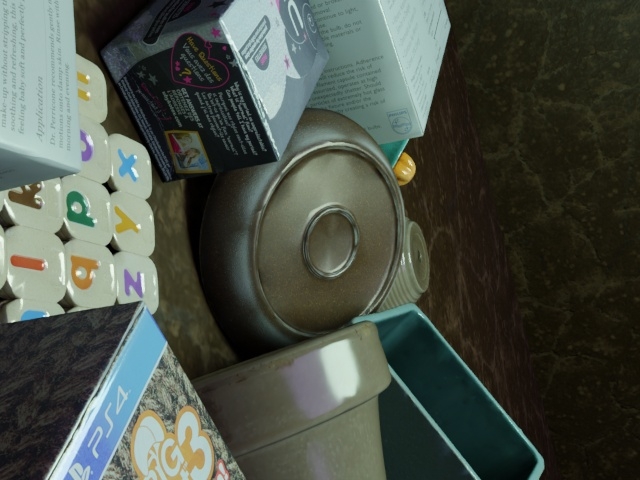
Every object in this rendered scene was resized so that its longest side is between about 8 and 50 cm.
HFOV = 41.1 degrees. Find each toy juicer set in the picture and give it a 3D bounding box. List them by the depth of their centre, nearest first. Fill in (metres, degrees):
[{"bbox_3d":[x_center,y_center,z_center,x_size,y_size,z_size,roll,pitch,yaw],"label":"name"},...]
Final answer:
[{"bbox_3d":[0.086,-0.097,1.283,0.329,0.090,0.209,-61,180,-37],"label":"toy juicer set"}]

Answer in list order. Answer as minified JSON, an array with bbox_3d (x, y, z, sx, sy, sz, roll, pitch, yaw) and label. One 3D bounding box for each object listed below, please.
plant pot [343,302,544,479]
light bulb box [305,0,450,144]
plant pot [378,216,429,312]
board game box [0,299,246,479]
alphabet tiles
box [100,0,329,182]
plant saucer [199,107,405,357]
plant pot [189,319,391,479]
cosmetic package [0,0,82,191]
[{"bbox_3d":[0.058,0.248,0.949,0.247,0.252,0.248,52,16,13],"label":"plant pot"},{"bbox_3d":[0.013,-0.360,1.167,0.357,0.225,0.361,-70,144,-51],"label":"light bulb box"},{"bbox_3d":[0.114,0.035,1.425,0.237,0.110,0.237,-9,90,-68],"label":"plant pot"},{"bbox_3d":[-0.157,0.201,0.475,0.141,0.232,0.290,-72,147,-52],"label":"board game box"},{"bbox_3d":[-0.220,-0.030,0.707,0.278,0.021,0.283,21,62,-67],"label":"alphabet tiles"},{"bbox_3d":[-0.099,-0.203,0.924,0.247,0.142,0.163,-71,146,-52],"label":"box"},{"bbox_3d":[0.000,0.000,1.009,0.311,0.050,0.310,-10,106,-40],"label":"plant saucer"},{"bbox_3d":[-0.042,0.209,0.676,0.263,0.263,0.229,-2,71,-69],"label":"plant pot"},{"bbox_3d":[-0.285,-0.144,0.399,0.365,0.155,0.196,22,60,-65],"label":"cosmetic package"}]
